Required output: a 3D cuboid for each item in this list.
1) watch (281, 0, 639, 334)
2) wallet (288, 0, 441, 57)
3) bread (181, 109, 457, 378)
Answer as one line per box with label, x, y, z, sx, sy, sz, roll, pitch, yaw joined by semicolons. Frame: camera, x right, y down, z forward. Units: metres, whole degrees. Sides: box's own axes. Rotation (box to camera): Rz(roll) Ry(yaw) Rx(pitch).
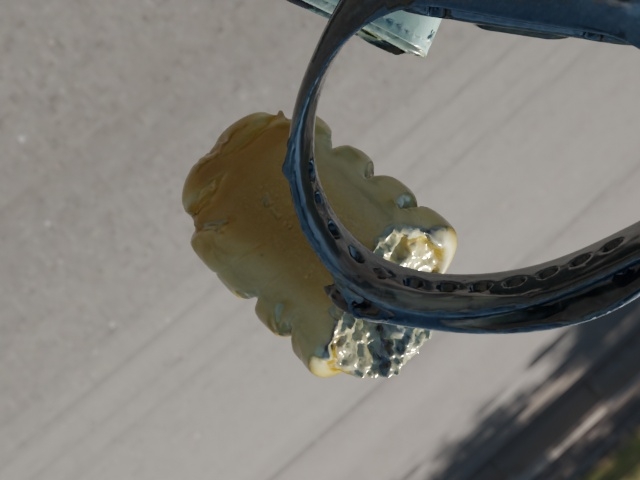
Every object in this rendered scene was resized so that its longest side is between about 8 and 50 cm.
watch;0.089;-0.044;0.818;0.068;0.206;0.193;-60;158;-65
wallet;0.039;-0.253;1.037;0.250;0.176;0.075;-66;-157;3
bread;0.000;0.000;1.038;0.119;0.177;0.084;-46;162;-1
